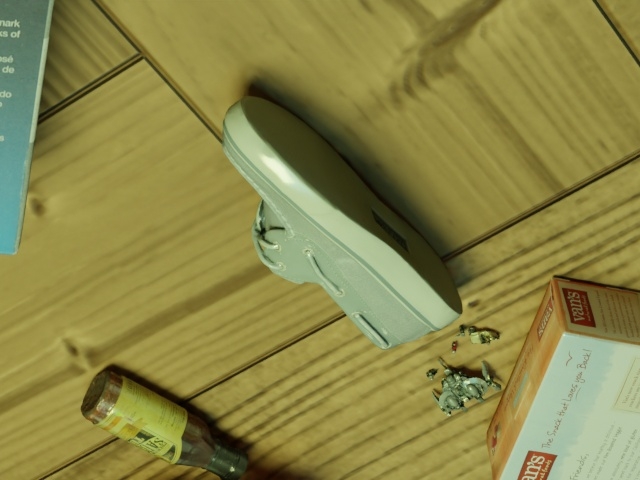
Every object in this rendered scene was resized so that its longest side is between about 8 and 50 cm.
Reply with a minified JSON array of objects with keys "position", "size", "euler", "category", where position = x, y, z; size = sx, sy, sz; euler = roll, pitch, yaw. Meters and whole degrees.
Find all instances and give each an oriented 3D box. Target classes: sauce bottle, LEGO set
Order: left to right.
[{"position":[-0.110,0.137,1.337],"size":[0.128,0.042,0.042],"euler":[30,122,-21],"category":"sauce bottle"},{"position":[0.102,0.098,1.324],"size":[0.054,0.023,0.083],"euler":[-4,129,2],"category":"LEGO set"}]

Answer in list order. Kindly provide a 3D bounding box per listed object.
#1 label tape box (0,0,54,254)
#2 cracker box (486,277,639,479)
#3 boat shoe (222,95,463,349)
[{"position":[-0.276,-0.158,1.033],"size":[0.249,0.115,0.347],"euler":[3,128,-14],"category":"label tape box"},{"position":[0.251,0.121,1.319],"size":[0.232,0.067,0.155],"euler":[10,127,-11],"category":"cracker box"},{"position":[0.000,0.000,1.207],"size":[0.081,0.079,0.227],"euler":[-35,125,18],"category":"boat shoe"}]
